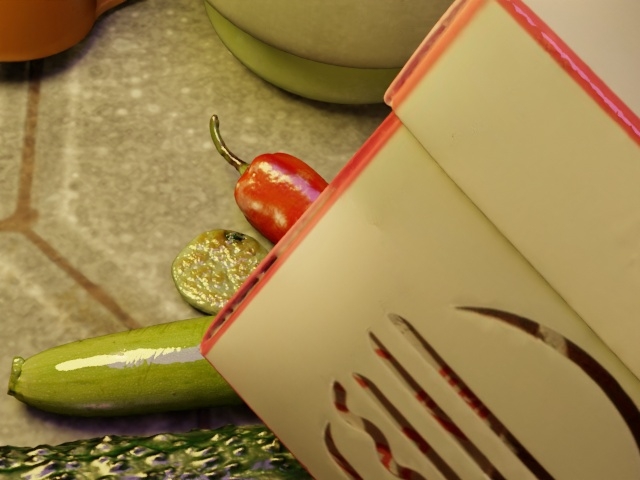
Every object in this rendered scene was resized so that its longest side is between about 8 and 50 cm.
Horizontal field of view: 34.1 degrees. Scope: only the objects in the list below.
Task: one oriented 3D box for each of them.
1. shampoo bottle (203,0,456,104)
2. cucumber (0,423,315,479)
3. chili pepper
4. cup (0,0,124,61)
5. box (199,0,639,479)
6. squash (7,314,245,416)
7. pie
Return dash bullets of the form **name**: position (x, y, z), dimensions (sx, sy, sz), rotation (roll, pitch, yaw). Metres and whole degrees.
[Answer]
- **shampoo bottle**: position (0.036, -0.294, 0.852), dimensions (0.322, 0.317, 0.323), rotation (4, 59, -7)
- **cucumber**: position (-0.050, 0.159, 0.682), dimensions (0.359, 0.096, 0.096), rotation (-6, 58, -16)
- **chili pepper**: position (0.000, 0.000, 0.808), dimensions (0.272, 0.071, 0.063), rotation (49, 24, 16)
- **cup**: position (-0.243, -0.286, 0.855), dimensions (0.226, 0.264, 0.182), rotation (-7, 49, -25)
- **box**: position (0.176, 0.030, 0.594), dimensions (0.314, 0.300, 0.312), rotation (47, 42, 7)
- **squash**: position (-0.118, 0.089, 0.733), dimensions (0.201, 0.066, 0.066), rotation (-4, 58, -8)
- **pie**: position (-0.071, 0.026, 0.807), dimensions (0.085, 0.017, 0.085), rotation (4, 56, -6)
